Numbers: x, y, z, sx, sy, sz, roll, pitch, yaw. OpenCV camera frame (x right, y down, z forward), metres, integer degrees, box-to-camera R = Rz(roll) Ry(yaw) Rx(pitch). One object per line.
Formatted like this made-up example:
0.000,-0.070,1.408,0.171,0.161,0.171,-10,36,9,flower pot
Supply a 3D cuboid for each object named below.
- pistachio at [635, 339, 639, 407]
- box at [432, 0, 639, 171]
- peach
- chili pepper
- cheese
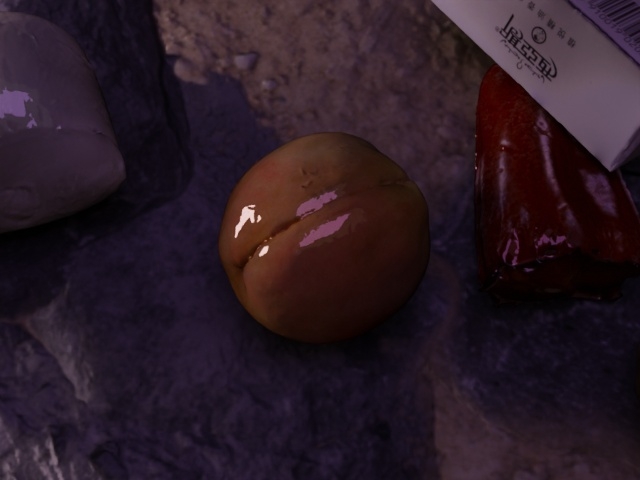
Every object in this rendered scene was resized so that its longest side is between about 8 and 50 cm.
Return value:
0.334,0.105,1.353,0.185,0.124,0.124,-33,71,-17,pistachio
0.247,-0.208,1.456,0.194,0.111,0.260,-26,64,-42,box
0.000,0.000,1.372,0.184,0.184,0.184,0,67,0,peach
0.206,-0.060,1.437,0.144,0.136,0.253,-16,56,22,chili pepper
-0.283,-0.109,1.426,0.198,0.154,0.189,-12,62,-5,cheese
